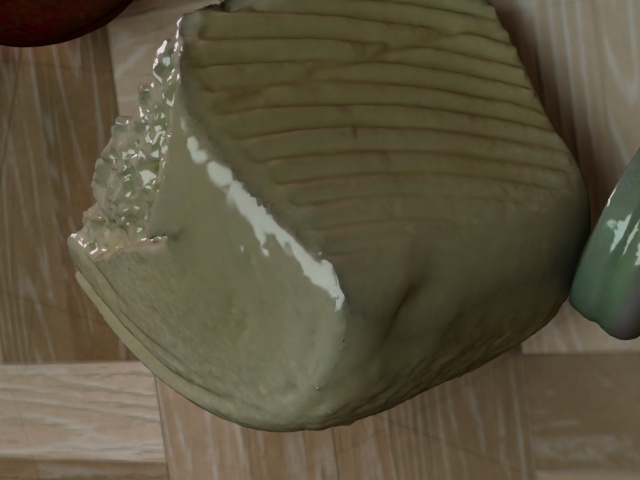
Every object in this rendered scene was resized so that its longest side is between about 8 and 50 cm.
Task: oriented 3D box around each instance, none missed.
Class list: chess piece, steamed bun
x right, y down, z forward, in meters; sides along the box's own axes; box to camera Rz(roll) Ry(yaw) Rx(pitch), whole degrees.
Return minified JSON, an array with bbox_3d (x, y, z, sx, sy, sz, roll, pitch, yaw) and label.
[{"bbox_3d":[0.293,0.046,1.031,0.272,0.139,0.139,30,114,15],"label":"chess piece"},{"bbox_3d":[0.000,0.000,1.119,0.273,0.290,0.272,62,146,24],"label":"steamed bun"}]

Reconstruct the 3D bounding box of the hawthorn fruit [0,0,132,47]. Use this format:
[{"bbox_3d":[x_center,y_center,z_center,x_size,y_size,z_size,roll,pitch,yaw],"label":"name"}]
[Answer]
[{"bbox_3d":[-0.233,-0.229,1.275,0.248,0.208,0.208,-29,81,24],"label":"hawthorn fruit"}]
